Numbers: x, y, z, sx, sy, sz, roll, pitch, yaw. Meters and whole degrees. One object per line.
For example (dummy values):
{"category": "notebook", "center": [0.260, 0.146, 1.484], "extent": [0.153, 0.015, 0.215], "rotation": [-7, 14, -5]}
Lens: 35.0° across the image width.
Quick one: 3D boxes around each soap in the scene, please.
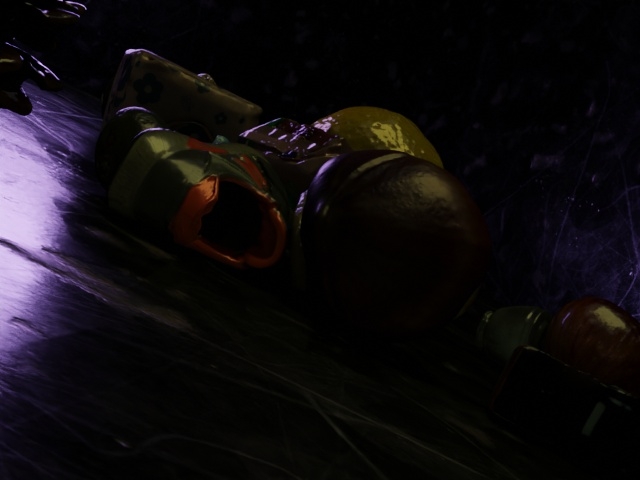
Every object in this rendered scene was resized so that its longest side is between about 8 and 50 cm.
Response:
{"category": "soap", "center": [0.022, -0.062, 1.527], "extent": [0.217, 0.098, 0.273], "rotation": [29, -19, 51]}

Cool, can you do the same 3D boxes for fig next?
{"category": "fig", "center": [0.391, 0.193, 1.484], "extent": [0.175, 0.207, 0.175], "rotation": [27, -38, 23]}
{"category": "fig", "center": [-0.207, -0.082, 1.260], "extent": [0.117, 0.117, 0.177], "rotation": [30, -11, 34]}

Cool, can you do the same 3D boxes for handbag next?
{"category": "handbag", "center": [-0.256, -0.202, 1.777], "extent": [0.251, 0.193, 0.190], "rotation": [23, 0, -27]}

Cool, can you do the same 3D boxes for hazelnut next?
{"category": "hazelnut", "center": [0.073, -0.003, 1.172], "extent": [0.229, 0.230, 0.229], "rotation": [27, 4, -2]}

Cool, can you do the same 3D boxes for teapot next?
{"category": "teapot", "center": [0.303, 0.151, 1.582], "extent": [0.108, 0.111, 0.149], "rotation": [13, 2, 30]}

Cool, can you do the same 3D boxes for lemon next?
{"category": "lemon", "center": [0.084, -0.094, 1.897], "extent": [0.336, 0.336, 0.336], "rotation": [27, 4, -2]}

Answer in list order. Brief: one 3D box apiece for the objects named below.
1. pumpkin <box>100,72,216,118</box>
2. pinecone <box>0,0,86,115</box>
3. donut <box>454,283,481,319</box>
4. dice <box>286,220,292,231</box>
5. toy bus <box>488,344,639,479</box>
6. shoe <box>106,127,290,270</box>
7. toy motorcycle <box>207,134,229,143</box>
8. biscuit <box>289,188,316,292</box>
{"category": "pumpkin", "center": [-0.286, -0.247, 2.025], "extent": [0.300, 0.207, 0.300], "rotation": [27, 5, -2]}
{"category": "pinecone", "center": [-0.414, -0.296, 0.969], "extent": [0.397, 0.398, 0.398], "rotation": [27, 4, -2]}
{"category": "donut", "center": [0.156, 0.056, 1.619], "extent": [0.085, 0.141, 0.217], "rotation": [1, 9, -38]}
{"category": "dice", "center": [-0.045, -0.091, 2.115], "extent": [0.146, 0.143, 0.146], "rotation": [27, 8, -11]}
{"category": "toy bus", "center": [0.374, 0.235, 1.067], "extent": [0.408, 0.093, 0.092], "rotation": [28, -3, 4]}
{"category": "shoe", "center": [-0.092, -0.030, 1.200], "extent": [0.171, 0.132, 0.336], "rotation": [34, 9, 25]}
{"category": "toy motorcycle", "center": [-0.183, -0.106, 1.586], "extent": [0.182, 0.124, 0.272], "rotation": [17, 3, 7]}
{"category": "biscuit", "center": [-0.002, 0.000, 1.327], "extent": [0.038, 0.141, 0.290], "rotation": [-7, -3, 13]}
